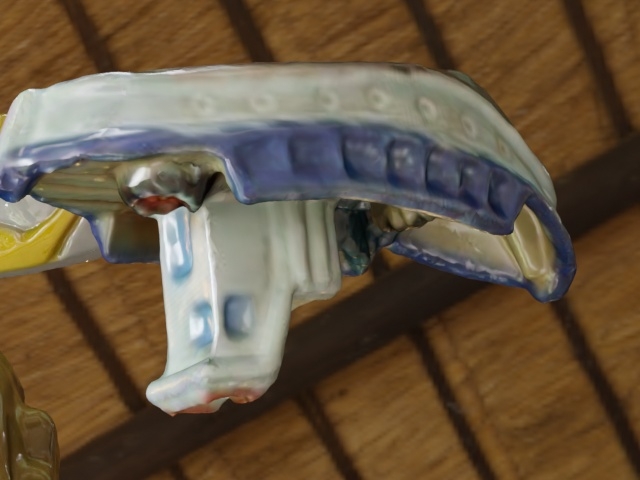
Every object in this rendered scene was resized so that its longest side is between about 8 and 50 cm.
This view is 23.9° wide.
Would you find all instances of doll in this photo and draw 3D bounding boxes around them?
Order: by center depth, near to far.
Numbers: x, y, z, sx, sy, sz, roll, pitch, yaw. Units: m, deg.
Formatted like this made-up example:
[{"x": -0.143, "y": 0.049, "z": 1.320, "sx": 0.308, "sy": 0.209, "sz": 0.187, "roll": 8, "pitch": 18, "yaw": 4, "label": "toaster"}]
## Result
[{"x": -0.173, "y": -0.044, "z": 1.268, "sx": 0.316, "sy": 0.103, "sz": 0.145, "roll": -3, "pitch": -96, "yaw": -17, "label": "doll"}]

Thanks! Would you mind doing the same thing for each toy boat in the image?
[{"x": 0.000, "y": 0.000, "z": 0.570, "sx": 0.262, "sy": 0.114, "sz": 0.115, "roll": -4, "pitch": -99, "yaw": -38, "label": "toy boat"}]

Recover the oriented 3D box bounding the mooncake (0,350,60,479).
[{"x": -0.179, "y": 0.175, "z": 0.735, "sx": 0.117, "sy": 0.235, "sz": 0.235, "roll": -5, "pitch": -93, "yaw": -9, "label": "mooncake"}]
